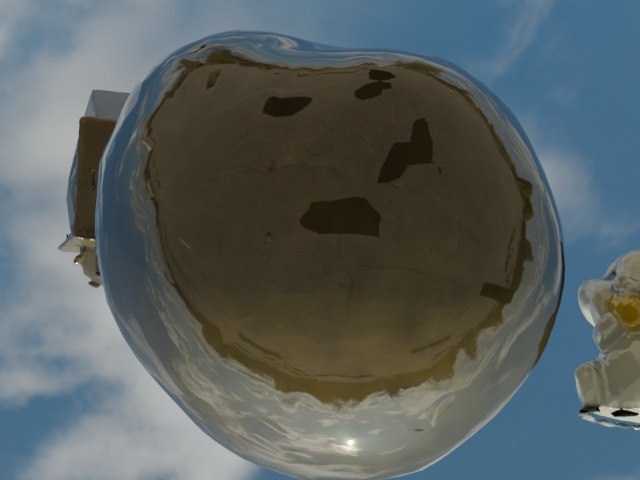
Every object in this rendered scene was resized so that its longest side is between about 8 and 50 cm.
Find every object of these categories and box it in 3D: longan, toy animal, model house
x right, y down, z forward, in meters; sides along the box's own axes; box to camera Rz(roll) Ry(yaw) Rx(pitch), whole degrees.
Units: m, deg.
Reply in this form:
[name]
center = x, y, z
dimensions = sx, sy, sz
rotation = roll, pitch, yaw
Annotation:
[longan]
center = 0.000, 0.000, 0.589
dimensions = 0.248, 0.248, 0.248
rotation = 0, -113, -1
[toy animal]
center = 0.193, 0.048, 0.674
dimensions = 0.085, 0.071, 0.124
rotation = 20, -115, -35
[model house]
center = -0.098, 0.016, 0.849
dimensions = 0.181, 0.176, 0.248
rotation = 7, -152, -17
